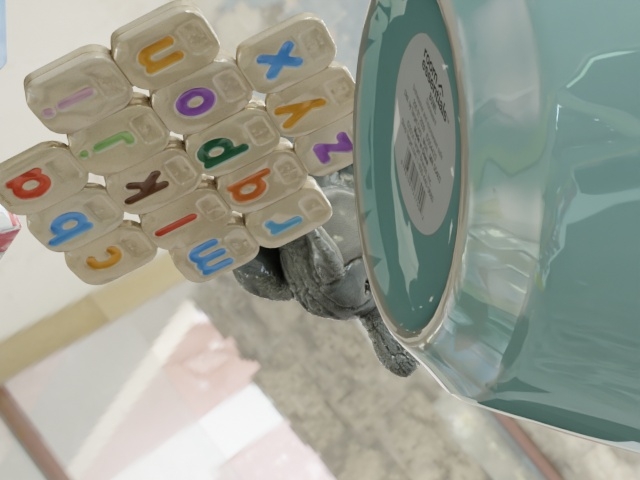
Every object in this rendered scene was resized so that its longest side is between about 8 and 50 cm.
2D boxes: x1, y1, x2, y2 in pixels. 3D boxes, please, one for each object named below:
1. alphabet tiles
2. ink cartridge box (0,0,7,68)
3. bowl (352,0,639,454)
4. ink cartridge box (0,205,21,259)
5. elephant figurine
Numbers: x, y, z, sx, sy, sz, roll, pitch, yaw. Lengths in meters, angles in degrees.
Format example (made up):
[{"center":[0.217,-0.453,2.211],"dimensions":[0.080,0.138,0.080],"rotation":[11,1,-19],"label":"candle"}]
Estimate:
[{"center":[-0.099,-0.066,0.979],"dimensions":[0.278,0.021,0.284],"rotation":[-27,-37,7],"label":"alphabet tiles"},{"center":[-0.464,-0.141,0.943],"dimensions":[0.166,0.285,0.395],"rotation":[104,-167,-46],"label":"ink cartridge box"},{"center":[0.113,-0.040,0.572],"dimensions":[0.163,0.311,0.311],"rotation":[-3,-21,-13],"label":"bowl"},{"center":[-0.402,-0.024,1.300],"dimensions":[0.092,0.158,0.218],"rotation":[-13,-20,-34],"label":"ink cartridge box"},{"center":[0.000,0.000,1.223],"dimensions":[0.186,0.239,0.169],"rotation":[-3,-27,-3],"label":"elephant figurine"}]
